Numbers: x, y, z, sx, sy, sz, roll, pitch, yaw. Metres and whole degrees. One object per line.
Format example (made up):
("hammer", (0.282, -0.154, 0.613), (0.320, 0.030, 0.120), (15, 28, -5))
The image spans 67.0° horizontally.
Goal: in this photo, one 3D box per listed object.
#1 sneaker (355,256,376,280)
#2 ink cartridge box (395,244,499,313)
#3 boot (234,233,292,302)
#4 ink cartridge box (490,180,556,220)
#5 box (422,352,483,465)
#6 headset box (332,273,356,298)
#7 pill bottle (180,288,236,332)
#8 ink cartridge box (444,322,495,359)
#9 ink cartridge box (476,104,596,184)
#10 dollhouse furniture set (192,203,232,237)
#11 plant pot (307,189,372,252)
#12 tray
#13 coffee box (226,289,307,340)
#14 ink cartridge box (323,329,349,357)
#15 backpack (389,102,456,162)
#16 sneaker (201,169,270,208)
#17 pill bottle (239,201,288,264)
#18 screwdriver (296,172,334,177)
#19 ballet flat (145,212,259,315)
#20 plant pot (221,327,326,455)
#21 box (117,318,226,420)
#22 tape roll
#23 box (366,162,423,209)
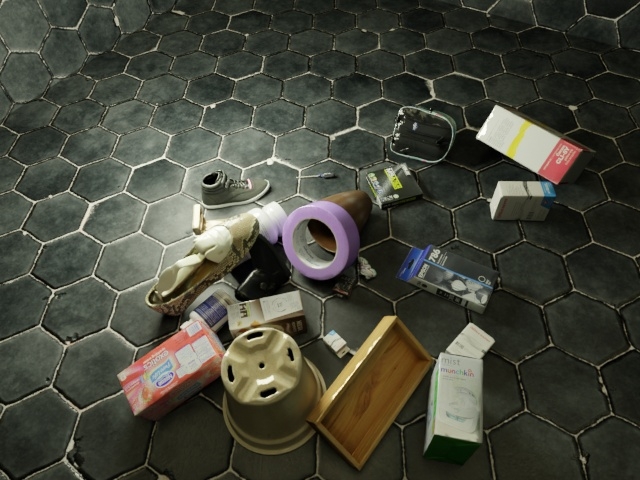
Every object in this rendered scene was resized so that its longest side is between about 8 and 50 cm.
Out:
("sneaker", (0.153, 0.109, 1.797), (0.069, 0.038, 0.098), (-30, 57, -19))
("ink cartridge box", (0.459, 0.125, 1.754), (0.333, 0.065, 0.165), (22, 58, 19))
("boot", (-0.232, 0.114, 1.710), (0.094, 0.246, 0.207), (-3, 39, 49))
("ink cartridge box", (0.784, -0.154, 1.886), (0.203, 0.148, 0.085), (2, 53, 4))
("box", (0.376, 0.481, 1.371), (0.127, 0.261, 0.231), (7, 55, 9))
("headset box", (0.085, 0.170, 1.759), (0.062, 0.032, 0.083), (19, 58, 17))
("pill bottle", (-0.383, 0.266, 1.666), (0.112, 0.112, 0.187), (36, 63, 26))
("ink cartridge box", (0.488, 0.354, 1.585), (0.135, 0.056, 0.099), (-40, 61, -23))
("ink cartridge box", (0.879, -0.393, 1.978), (0.385, 0.160, 0.279), (40, 30, 28))
("dollhouse furniture set", (-0.418, -0.066, 1.890), (0.123, 0.151, 0.144), (-6, 56, -1))
("plant pot", (0.096, -0.102, 1.871), (0.216, 0.215, 0.230), (31, 47, 23))
("tray", (0.158, 0.447, 1.461), (0.202, 0.076, 0.411), (50, 64, -12))
("coffee box", (-0.177, 0.267, 1.636), (0.247, 0.141, 0.098), (-12, 54, -5))
("ink cartridge box", (0.054, 0.349, 1.631), (0.048, 0.028, 0.083), (-38, 61, -22))
("backpack", (0.451, -0.458, 2.083), (0.254, 0.225, 0.191), (21, 27, 18))
("sneaker", (-0.359, -0.229, 2.010), (0.296, 0.146, 0.104), (-15, 52, -9))
("pill bottle", (-0.265, -0.024, 1.844), (0.283, 0.160, 0.160), (-32, 58, -18))
("screwdriver", (-0.023, -0.284, 2.109), (0.170, 0.024, 0.025), (1, 83, 7))
("ballet flat", (-0.412, 0.081, 1.641), (0.483, 0.182, 0.164), (-43, 65, 10))
("plant pot", (-0.150, 0.420, 1.419), (0.334, 0.305, 0.333), (-1, 54, 2))
("box", (-0.446, 0.407, 1.510), (0.300, 0.142, 0.154), (-36, 61, -7))
("tape roll", (0.000, 0.000, 1.738), (0.275, 0.274, 0.090), (27, 27, 21))
("box", (0.308, -0.231, 2.036), (0.184, 0.045, 0.190), (-16, 55, -6))
